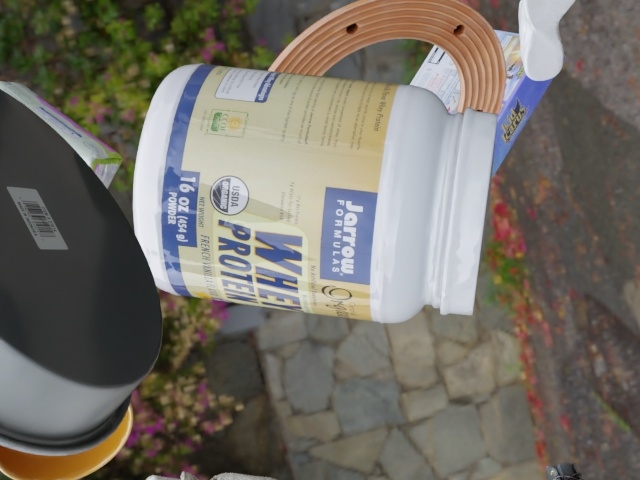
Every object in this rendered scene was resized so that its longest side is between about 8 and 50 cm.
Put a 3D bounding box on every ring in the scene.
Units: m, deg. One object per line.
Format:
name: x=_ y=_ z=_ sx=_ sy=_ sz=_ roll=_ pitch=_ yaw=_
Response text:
ring: x=0.067 y=-0.156 z=1.356 sx=0.336 sy=0.337 sz=0.032 roll=82 pitch=164 yaw=-46

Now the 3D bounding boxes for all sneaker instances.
sneaker: x=0.307 y=-0.334 z=1.569 sx=0.094 sy=0.080 sz=0.212 roll=-100 pitch=10 yaw=-47
sneaker: x=0.416 y=0.425 z=1.847 sx=0.222 sy=0.083 sz=0.118 roll=123 pitch=140 yaw=-77

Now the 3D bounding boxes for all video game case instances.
video game case: x=0.237 y=-0.222 z=1.850 sx=0.061 sy=0.269 sz=0.244 roll=37 pitch=173 yaw=-37

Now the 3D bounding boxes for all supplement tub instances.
supplement tub: x=0.002 y=-0.043 z=1.077 sx=0.228 sy=0.316 sz=0.228 roll=7 pitch=-90 yaw=-81

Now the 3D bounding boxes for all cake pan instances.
cake pan: x=-0.209 y=0.001 z=0.747 sx=0.293 sy=0.054 sz=0.293 roll=49 pitch=-162 yaw=-22

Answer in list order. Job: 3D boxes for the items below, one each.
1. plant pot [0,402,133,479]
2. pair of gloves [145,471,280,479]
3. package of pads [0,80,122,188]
plant pot: x=-0.400 y=0.221 z=1.656 sx=0.188 sy=0.205 sz=0.205 roll=-125 pitch=20 yaw=-47
pair of gloves: x=-0.109 y=0.337 z=1.470 sx=0.240 sy=0.204 sz=0.042 roll=-27 pitch=53 yaw=60
package of pads: x=-0.467 y=-0.064 z=1.756 sx=0.229 sy=0.296 sz=0.101 roll=35 pitch=-164 yaw=14
